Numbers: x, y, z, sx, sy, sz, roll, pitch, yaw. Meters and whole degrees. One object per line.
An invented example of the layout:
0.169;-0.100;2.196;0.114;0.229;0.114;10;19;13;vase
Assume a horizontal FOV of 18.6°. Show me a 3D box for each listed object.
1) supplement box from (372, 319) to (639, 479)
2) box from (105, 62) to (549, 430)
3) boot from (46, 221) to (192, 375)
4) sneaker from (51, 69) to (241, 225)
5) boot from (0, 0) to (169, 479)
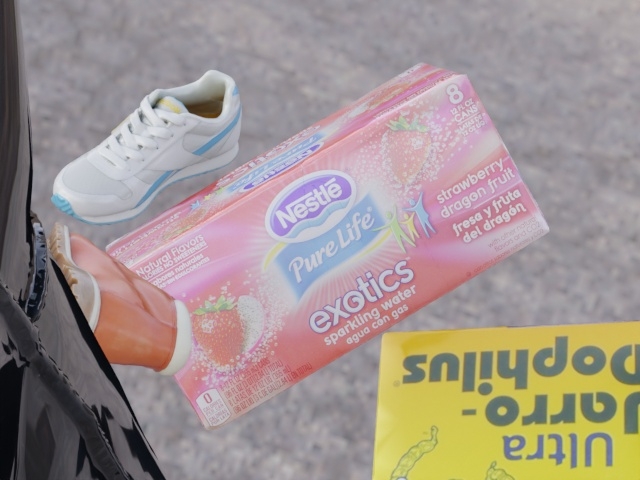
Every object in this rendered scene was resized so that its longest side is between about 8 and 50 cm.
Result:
0.166;0.223;1.374;0.194;0.356;0.195;-4;59;14;supplement box
0.000;0.000;1.490;0.300;0.142;0.154;-30;12;-3;box
-0.122;0.037;1.118;0.084;0.059;0.158;16;12;-21;boot
-0.171;-0.093;1.911;0.087;0.092;0.228;35;48;26;sneaker
-0.096;0.003;0.466;0.094;0.207;0.246;-10;58;3;boot
